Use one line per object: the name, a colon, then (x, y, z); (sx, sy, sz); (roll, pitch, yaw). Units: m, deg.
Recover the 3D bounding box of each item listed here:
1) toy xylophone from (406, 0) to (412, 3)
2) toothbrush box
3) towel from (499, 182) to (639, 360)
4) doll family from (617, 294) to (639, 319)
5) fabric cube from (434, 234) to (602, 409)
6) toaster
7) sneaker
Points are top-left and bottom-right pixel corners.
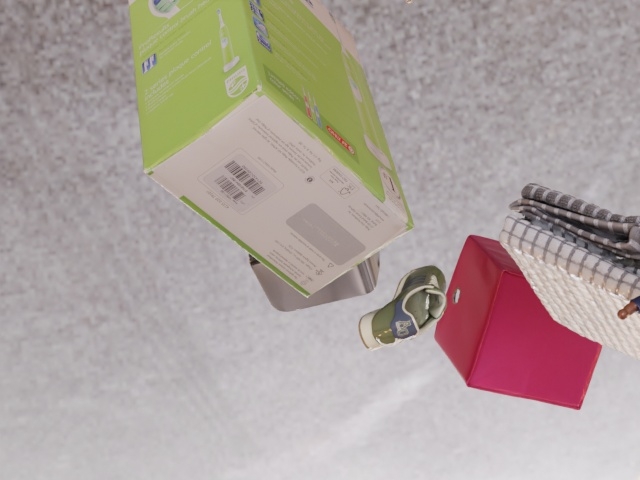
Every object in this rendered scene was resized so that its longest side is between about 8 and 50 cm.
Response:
toy xylophone: (0.249, -0.393, 1.507); (0.323, 0.236, 0.081); (5, 142, 37)
toothbrush box: (-0.049, -0.125, 1.064); (0.122, 0.283, 0.206); (-33, 133, 20)
towel: (0.368, 0.046, 1.528); (0.235, 0.121, 0.283); (26, 167, 39)
doll family: (0.321, 0.039, 0.919); (0.193, 0.111, 0.076); (-1, 133, 1)
fabric cube: (0.410, 0.164, 2.531); (0.259, 0.254, 0.258); (14, -166, -12)
toaster: (0.000, 0.000, 1.759); (0.186, 0.168, 0.110); (-14, 121, 11)
sneaker: (0.132, 0.081, 1.584); (0.086, 0.064, 0.192); (-17, -168, 39)
